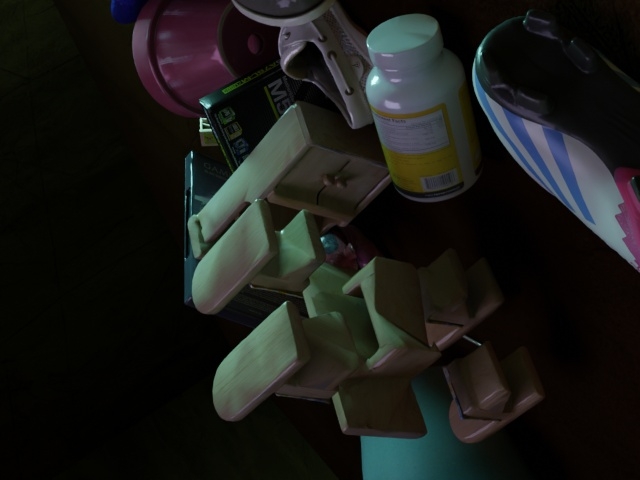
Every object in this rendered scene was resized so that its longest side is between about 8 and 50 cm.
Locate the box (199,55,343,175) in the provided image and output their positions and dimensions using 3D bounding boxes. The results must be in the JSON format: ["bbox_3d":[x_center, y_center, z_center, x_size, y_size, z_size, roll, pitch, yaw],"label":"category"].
[{"bbox_3d":[-0.049,-0.152,1.304,0.045,0.184,0.191,46,162,52],"label":"box"}]

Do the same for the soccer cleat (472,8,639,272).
[{"bbox_3d":[0.249,-0.050,0.746,0.331,0.116,0.143,52,180,27],"label":"soccer cleat"}]

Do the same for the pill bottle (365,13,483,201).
[{"bbox_3d":[0.106,-0.138,0.993,0.103,0.103,0.184,41,158,47],"label":"pill bottle"}]

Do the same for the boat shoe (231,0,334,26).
[{"bbox_3d":[-0.086,-0.356,1.149,0.305,0.109,0.091,49,169,42],"label":"boat shoe"}]

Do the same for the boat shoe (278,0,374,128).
[{"bbox_3d":[-0.010,-0.241,1.165,0.277,0.096,0.098,49,164,30],"label":"boat shoe"}]

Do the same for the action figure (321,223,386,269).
[{"bbox_3d":[0.000,0.000,1.564,0.370,0.248,0.276,177,89,-74],"label":"action figure"}]

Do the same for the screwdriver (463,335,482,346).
[{"bbox_3d":[0.194,0.129,1.437,0.170,0.024,0.025,19,111,57],"label":"screwdriver"}]

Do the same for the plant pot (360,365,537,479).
[{"bbox_3d":[0.183,0.345,1.486,0.272,0.271,0.255,91,159,-65],"label":"plant pot"}]

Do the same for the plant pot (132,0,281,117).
[{"bbox_3d":[-0.141,-0.280,1.365,0.180,0.201,0.201,6,128,52],"label":"plant pot"}]

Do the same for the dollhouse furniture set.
[{"bbox_3d":[0.003,0.072,1.154,0.256,0.362,0.394,-45,47,35],"label":"dollhouse furniture set"}]

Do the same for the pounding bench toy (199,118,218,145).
[{"bbox_3d":[-0.198,-0.231,1.892,0.052,0.083,0.065,94,173,-62],"label":"pounding bench toy"}]

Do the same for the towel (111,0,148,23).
[{"bbox_3d":[-0.237,-0.445,1.340,0.308,0.076,0.228,172,108,-76],"label":"towel"}]

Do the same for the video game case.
[{"bbox_3d":[-0.104,0.007,1.354,0.196,0.026,0.274,23,-140,-29],"label":"video game case"}]
